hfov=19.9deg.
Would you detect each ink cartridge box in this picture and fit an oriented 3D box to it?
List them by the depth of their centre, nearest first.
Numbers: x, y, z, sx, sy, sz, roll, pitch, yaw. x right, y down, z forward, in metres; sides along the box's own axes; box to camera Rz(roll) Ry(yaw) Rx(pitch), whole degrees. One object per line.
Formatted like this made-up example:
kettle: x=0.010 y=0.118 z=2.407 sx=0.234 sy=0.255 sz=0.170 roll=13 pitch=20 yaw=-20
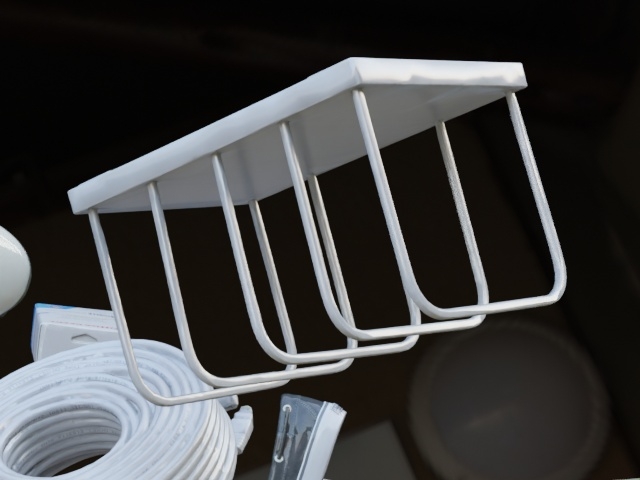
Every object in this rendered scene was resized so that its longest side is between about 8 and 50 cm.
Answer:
ink cartridge box: x=-0.247 y=0.102 z=1.855 sx=0.088 sy=0.052 sz=0.122 roll=7 pitch=5 yaw=-12

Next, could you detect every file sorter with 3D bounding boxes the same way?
file sorter: x=0.000 y=0.000 z=1.276 sx=0.277 sy=0.173 sz=0.192 roll=-21 pitch=-11 yaw=39

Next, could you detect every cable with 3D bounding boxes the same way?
cable: x=-0.193 y=0.182 z=1.450 sx=0.257 sy=0.257 sz=0.089 roll=-9 pitch=-60 yaw=11

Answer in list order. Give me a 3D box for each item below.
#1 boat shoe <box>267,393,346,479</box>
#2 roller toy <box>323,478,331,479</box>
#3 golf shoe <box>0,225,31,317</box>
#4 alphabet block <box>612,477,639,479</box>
boat shoe: x=-0.027 y=0.157 z=1.054 sx=0.040 sy=0.142 sz=0.049 roll=20 pitch=-9 yaw=3
roller toy: x=0.018 y=0.299 z=1.547 sx=0.209 sy=0.191 sz=0.146 roll=-47 pitch=-32 yaw=15
golf shoe: x=-0.286 y=0.003 z=1.241 sx=0.120 sy=0.105 sz=0.273 roll=-12 pitch=-19 yaw=37
alphabet block: x=0.239 y=0.275 z=1.213 sx=0.193 sy=0.192 sz=0.197 roll=-8 pitch=13 yaw=8
